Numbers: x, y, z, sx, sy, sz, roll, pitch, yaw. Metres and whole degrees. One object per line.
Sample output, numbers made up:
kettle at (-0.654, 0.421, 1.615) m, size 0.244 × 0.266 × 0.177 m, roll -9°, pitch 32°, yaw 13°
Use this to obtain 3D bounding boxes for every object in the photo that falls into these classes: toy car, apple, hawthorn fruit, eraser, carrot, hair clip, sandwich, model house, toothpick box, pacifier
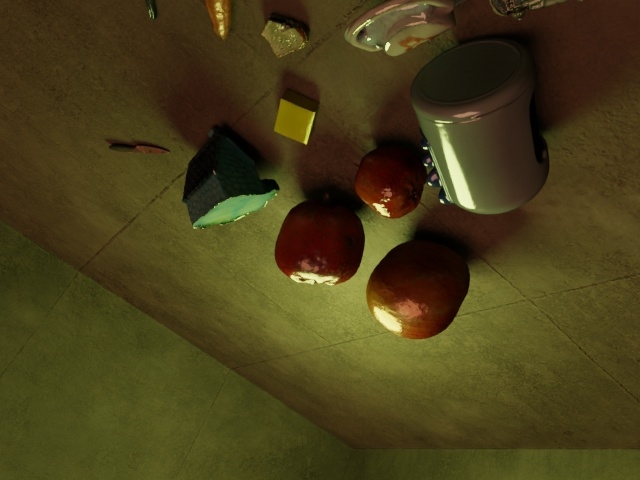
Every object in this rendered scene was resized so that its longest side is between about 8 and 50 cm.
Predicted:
toy car at (0.387, -0.451, 0.967) m, size 0.186 × 0.058 × 0.093 m, roll -9°, pitch 135°, yaw 23°
apple at (0.272, 0.139, 1.645) m, size 0.302 × 0.301 × 0.301 m, roll 17°, pitch 146°, yaw 12°
hawthorn fruit at (0.163, -0.155, 1.423) m, size 0.200 × 0.179 × 0.179 m, roll 23°, pitch 149°, yaw 27°
eraser at (-0.062, -0.320, 1.447) m, size 0.097 × 0.045 × 0.122 m, roll 23°, pitch 145°, yaw 2°
carrot at (-0.231, -0.530, 1.251) m, size 0.072 × 0.072 × 0.205 m, roll 19°, pitch 150°, yaw 8°
hair clip at (-0.427, -0.612, 1.286) m, size 0.070 × 0.039 × 0.229 m, roll 6°, pitch 143°, yaw 24°
hawthorn fruit at (0.000, 0.000, 1.656) m, size 0.275 × 0.275 × 0.299 m, roll 13°, pitch 109°, yaw 17°
sandwich at (-0.080, -0.468, 1.261) m, size 0.105 × 0.035 × 0.093 m, roll -4°, pitch 136°, yaw 35°
model house at (-0.295, -0.192, 1.683) m, size 0.261 × 0.226 × 0.241 m, roll -30°, pitch 81°, yaw 47°
toothpick box at (0.335, -0.204, 1.172) m, size 0.263 × 0.263 × 0.354 m, roll 1°, pitch 141°, yaw 32°
pacifier at (0.149, -0.466, 1.029) m, size 0.279 × 0.227 × 0.207 m, roll -15°, pitch 90°, yaw 44°

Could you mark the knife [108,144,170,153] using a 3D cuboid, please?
knife at (-0.600, -0.303, 1.843) m, size 0.247 × 0.018 × 0.035 m, roll 6°, pitch 139°, yaw 22°
